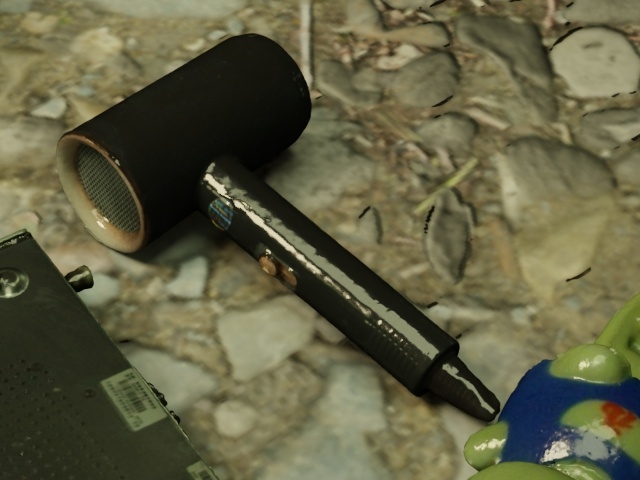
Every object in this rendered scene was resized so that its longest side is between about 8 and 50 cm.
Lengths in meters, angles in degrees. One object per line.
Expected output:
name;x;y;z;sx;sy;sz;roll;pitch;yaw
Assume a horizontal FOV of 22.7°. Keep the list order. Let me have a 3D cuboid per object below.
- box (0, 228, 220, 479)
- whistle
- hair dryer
box;-0.138;0.120;0.677;0.211;0.045;0.270;-25;54;-23
whistle;0.115;0.102;0.684;0.105;0.085;0.227;29;51;10
hair dryer;0.000;0.000;0.797;0.255;0.070;0.128;39;55;19
